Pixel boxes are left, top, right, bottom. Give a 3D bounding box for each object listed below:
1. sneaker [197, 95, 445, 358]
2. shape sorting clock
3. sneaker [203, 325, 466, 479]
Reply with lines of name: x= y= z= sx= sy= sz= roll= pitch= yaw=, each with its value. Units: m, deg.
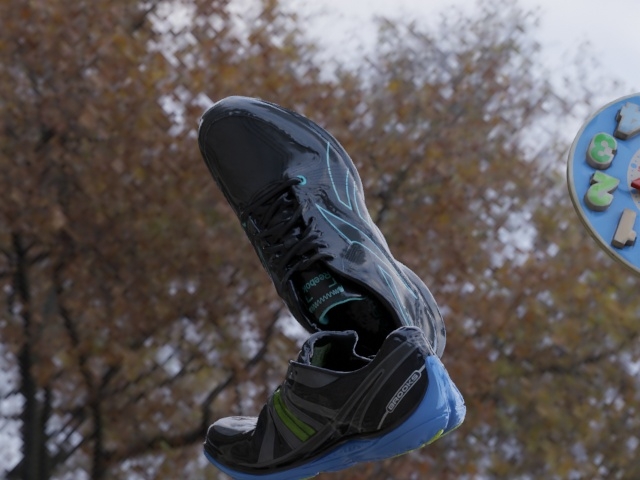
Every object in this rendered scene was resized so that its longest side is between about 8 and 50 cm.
sneaker: x=0.000 y=0.000 z=1.128 sx=0.101 sy=0.106 sz=0.267 roll=-40 pitch=-90 yaw=17
shape sorting clock: x=0.299 y=-0.041 z=1.188 sx=0.206 sy=0.206 sz=0.040 roll=35 pitch=-29 yaw=13
sneaker: x=0.003 y=0.093 z=0.846 sx=0.188 sy=0.067 sz=0.078 roll=-24 pitch=-98 yaw=44
